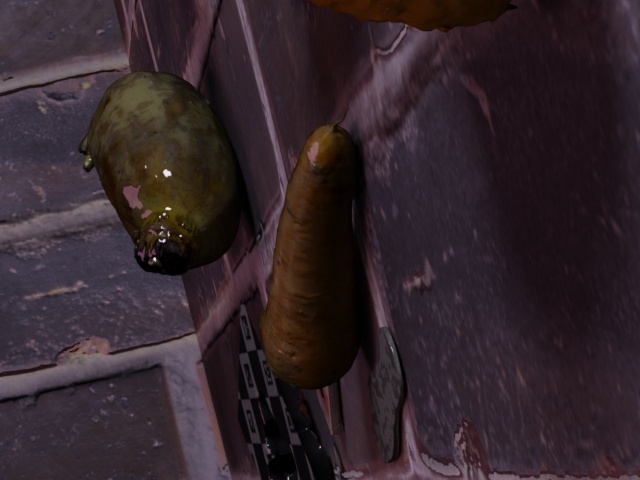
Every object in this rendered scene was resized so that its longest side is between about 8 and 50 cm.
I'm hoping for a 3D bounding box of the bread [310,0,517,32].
[{"bbox_3d":[-0.010,-0.201,0.776,0.160,0.147,0.261,91,163,-52],"label":"bread"}]

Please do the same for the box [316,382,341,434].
[{"bbox_3d":[0.006,0.125,1.668,0.083,0.012,0.046,85,168,-45],"label":"box"}]

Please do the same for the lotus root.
[{"bbox_3d":[-0.159,-0.063,2.009,0.309,0.173,0.173,-114,13,-54],"label":"lotus root"}]

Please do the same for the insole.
[{"bbox_3d":[0.047,0.114,1.390,0.193,0.006,0.065,94,161,-64],"label":"insole"}]

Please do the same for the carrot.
[{"bbox_3d":[0.000,0.000,1.352,0.298,0.078,0.078,96,159,-51],"label":"carrot"}]

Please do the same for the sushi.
[{"bbox_3d":[-0.022,0.201,1.881,0.220,0.047,0.231,94,157,-51],"label":"sushi"}]
